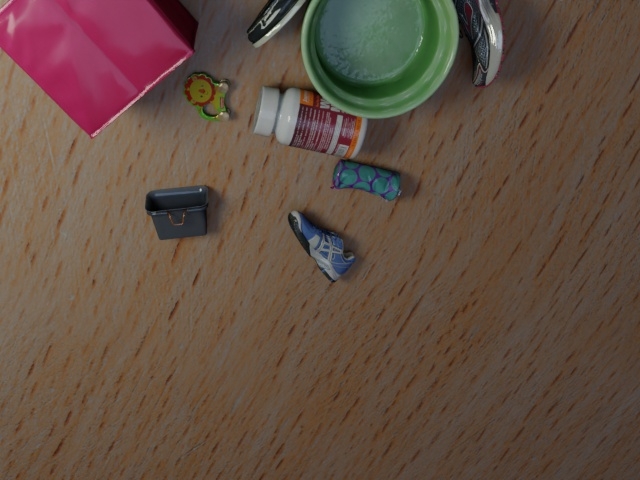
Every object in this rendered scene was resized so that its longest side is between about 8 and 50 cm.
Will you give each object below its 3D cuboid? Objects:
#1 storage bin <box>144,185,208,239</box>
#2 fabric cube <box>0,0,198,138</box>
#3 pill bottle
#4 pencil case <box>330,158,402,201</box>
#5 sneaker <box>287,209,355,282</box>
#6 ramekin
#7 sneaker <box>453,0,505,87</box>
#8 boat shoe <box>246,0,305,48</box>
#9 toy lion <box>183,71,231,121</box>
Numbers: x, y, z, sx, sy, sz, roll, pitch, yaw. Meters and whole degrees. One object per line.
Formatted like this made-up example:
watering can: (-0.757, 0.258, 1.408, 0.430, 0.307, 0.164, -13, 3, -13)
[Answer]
storage bin: (-0.304, -0.052, 1.695, 0.135, 0.098, 0.091, -7, 127, -3)
fabric cube: (-0.400, -0.392, 1.418, 0.259, 0.254, 0.258, -37, 114, 11)
pill bottle: (-0.022, -0.247, 1.610, 0.221, 0.121, 0.121, 11, 115, -12)
pencil case: (0.101, -0.131, 1.715, 0.152, 0.064, 0.070, 13, 98, -12)
sneaker: (0.000, 0.000, 1.768, 0.081, 0.080, 0.211, -36, 125, 4)
ramekin: (0.106, -0.406, 1.531, 0.303, 0.148, 0.303, -3, 117, -6)
sneaker: (0.296, -0.451, 1.554, 0.112, 0.121, 0.299, -12, 111, 4)
boat shoe: (-0.047, -0.522, 1.468, 0.113, 0.127, 0.340, 37, 105, -21)
toy lion: (-0.235, -0.297, 1.613, 0.096, 0.034, 0.100, 1, 117, 0)
